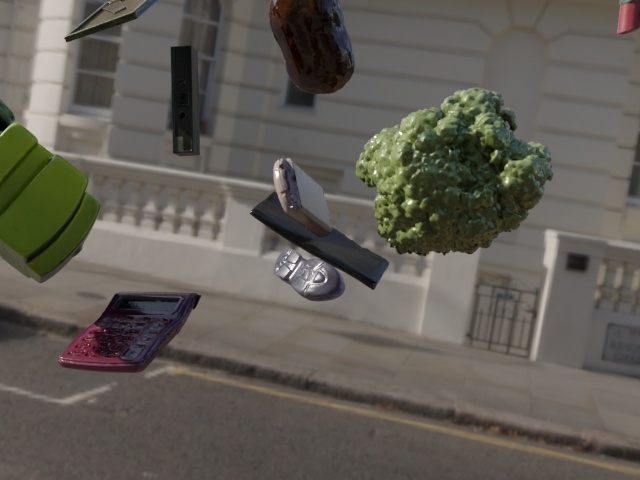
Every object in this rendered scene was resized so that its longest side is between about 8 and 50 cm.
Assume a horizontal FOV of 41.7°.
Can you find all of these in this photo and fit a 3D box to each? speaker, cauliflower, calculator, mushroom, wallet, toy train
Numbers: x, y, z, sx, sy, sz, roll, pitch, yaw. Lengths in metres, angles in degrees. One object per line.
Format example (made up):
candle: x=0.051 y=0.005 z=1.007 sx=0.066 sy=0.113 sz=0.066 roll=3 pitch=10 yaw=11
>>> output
speaker: x=-0.242 y=-0.249 z=1.506 sx=0.040 sy=0.191 sz=0.046 roll=-1 pitch=-2 yaw=8
cauliflower: x=0.214 y=-0.112 z=1.325 sx=0.327 sy=0.261 sz=0.281 roll=16 pitch=23 yaw=29
calculator: x=-0.250 y=0.119 z=1.113 sx=0.126 sy=0.034 sz=0.190 roll=2 pitch=27 yaw=17
calculator: x=-0.026 y=-0.068 z=1.366 sx=0.032 sy=0.100 sz=0.175 roll=-20 pitch=-24 yaw=17
mushroom: x=-0.004 y=-0.402 z=1.622 sx=0.147 sy=0.227 sz=0.217 roll=-8 pitch=15 yaw=15
wallet: x=0.000 y=0.001 z=1.435 sx=0.244 sy=0.025 sz=0.124 roll=32 pitch=22 yaw=4
toy train: x=-0.453 y=-0.067 z=1.195 sx=0.272 sy=0.179 sz=0.442 roll=39 pitch=-16 yaw=-10

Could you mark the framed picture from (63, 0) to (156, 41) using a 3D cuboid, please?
framed picture: x=-0.365 y=-0.420 z=1.535 sx=0.150 sy=0.015 sz=0.203 roll=-13 pitch=29 yaw=18

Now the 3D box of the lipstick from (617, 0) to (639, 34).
lipstick: x=0.361 y=-0.351 z=0.945 sx=0.053 sy=0.234 sz=0.053 roll=4 pitch=10 yaw=-1

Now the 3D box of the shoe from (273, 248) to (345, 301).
shoe: x=-0.004 y=0.100 z=1.954 sx=0.137 sy=0.095 sz=0.245 roll=34 pitch=-7 yaw=-34
